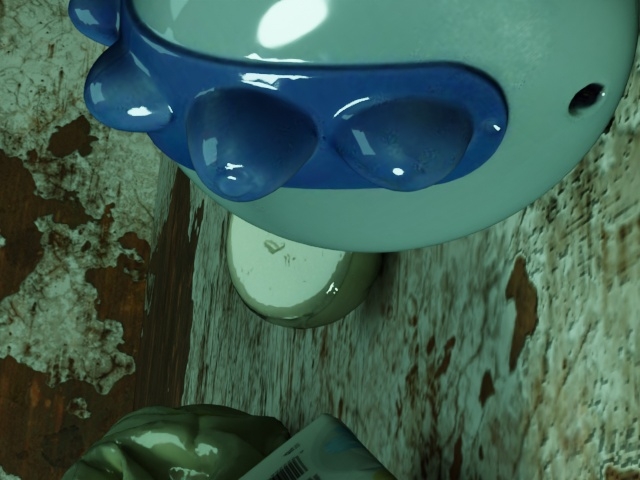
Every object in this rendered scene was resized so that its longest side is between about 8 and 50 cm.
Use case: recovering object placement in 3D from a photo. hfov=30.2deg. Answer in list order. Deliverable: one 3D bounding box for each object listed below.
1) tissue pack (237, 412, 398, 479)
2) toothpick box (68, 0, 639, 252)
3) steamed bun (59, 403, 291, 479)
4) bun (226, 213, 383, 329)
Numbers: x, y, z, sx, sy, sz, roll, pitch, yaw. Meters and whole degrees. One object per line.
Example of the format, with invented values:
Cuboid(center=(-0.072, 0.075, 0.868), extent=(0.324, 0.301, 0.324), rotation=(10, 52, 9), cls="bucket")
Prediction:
Cuboid(center=(0.011, 0.214, 0.644), extent=(0.159, 0.145, 0.229), rotation=(-39, 11, -8), cls="tissue pack")
Cuboid(center=(0.009, -0.147, 0.593), extent=(0.354, 0.263, 0.263), rotation=(-97, 20, -44), cls="toothpick box")
Cuboid(center=(-0.141, 0.299, 1.037), extent=(0.310, 0.219, 0.324), rotation=(138, 138, -71), cls="steamed bun")
Cuboid(center=(0.000, 0.000, 0.913), extent=(0.138, 0.094, 0.138), rotation=(-5, 83, 39), cls="bun")
